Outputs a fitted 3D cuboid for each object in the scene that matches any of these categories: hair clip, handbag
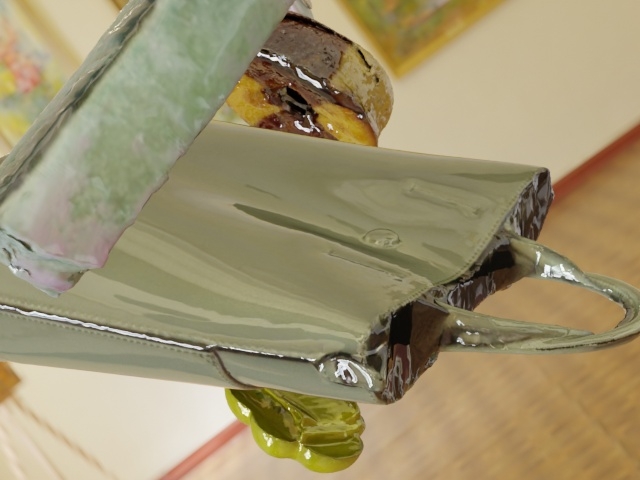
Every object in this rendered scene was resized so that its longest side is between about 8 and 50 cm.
[{"bbox_3d":[-0.034,0.068,0.942,0.072,0.173,0.046,-8,-44,-39],"label":"hair clip"},{"bbox_3d":[0.000,0.000,0.785,0.315,0.109,0.241,3,22,26],"label":"handbag"}]

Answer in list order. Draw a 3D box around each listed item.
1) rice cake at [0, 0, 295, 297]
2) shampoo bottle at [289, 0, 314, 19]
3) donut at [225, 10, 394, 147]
[{"bbox_3d":[-0.035,-0.074,0.509,0.034,0.043,0.211,1,52,58],"label":"rice cake"},{"bbox_3d":[-0.051,-0.175,1.336,0.099,0.072,0.043,-30,14,11],"label":"shampoo bottle"},{"bbox_3d":[-0.009,-0.112,1.206,0.059,0.140,0.140,-58,15,-23],"label":"donut"}]
